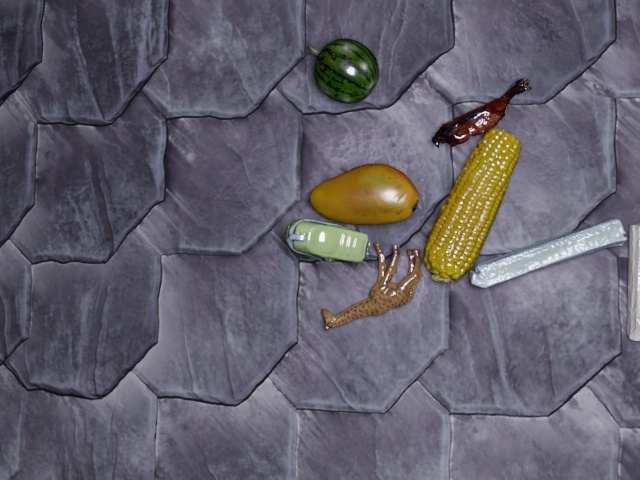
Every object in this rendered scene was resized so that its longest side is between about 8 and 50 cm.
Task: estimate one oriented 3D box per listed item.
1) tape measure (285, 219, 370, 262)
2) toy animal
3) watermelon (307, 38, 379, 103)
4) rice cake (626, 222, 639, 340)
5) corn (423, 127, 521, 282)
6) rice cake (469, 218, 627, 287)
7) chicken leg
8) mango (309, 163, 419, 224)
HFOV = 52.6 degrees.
[{"bbox_3d":[0.000,0.000,1.455,0.177,0.154,0.088,13,93,-19],"label":"tape measure"},{"bbox_3d":[0.125,0.118,1.476,0.149,0.054,0.276,38,95,13],"label":"toy animal"},{"bbox_3d":[0.042,-0.394,1.478,0.187,0.140,0.141,31,93,11],"label":"watermelon"},{"bbox_3d":[0.683,0.083,1.372,0.057,0.052,0.256,2,87,8],"label":"rice cake"},{"bbox_3d":[0.329,-0.075,1.418,0.120,0.120,0.364,23,88,11],"label":"corn"},{"bbox_3d":[0.484,0.032,1.405,0.336,0.066,0.063,-18,84,10],"label":"rice cake"},{"bbox_3d":[0.362,-0.280,1.433,0.253,0.106,0.051,-31,109,2],"label":"chicken leg"},{"bbox_3d":[0.097,-0.104,1.465,0.253,0.113,0.139,0,91,18],"label":"mango"}]
